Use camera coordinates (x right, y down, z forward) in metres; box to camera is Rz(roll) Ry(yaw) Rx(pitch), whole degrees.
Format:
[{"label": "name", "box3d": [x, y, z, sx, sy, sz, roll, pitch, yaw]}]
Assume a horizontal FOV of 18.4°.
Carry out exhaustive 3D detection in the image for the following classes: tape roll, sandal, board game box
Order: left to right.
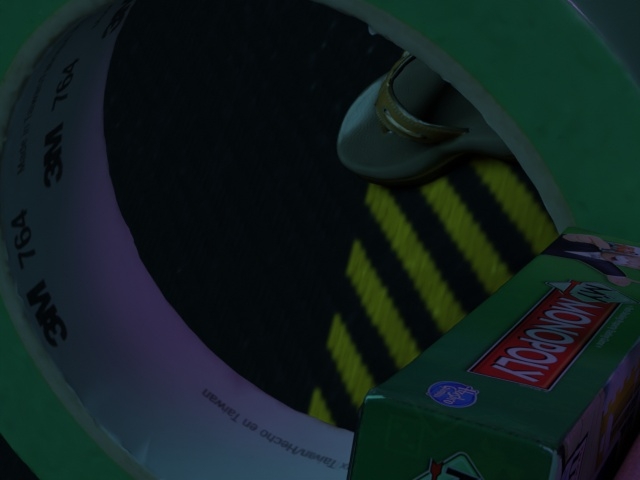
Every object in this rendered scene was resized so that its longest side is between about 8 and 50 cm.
[{"label": "tape roll", "box3d": [0.000, 0.000, 0.703, 0.321, 0.321, 0.077, -36, 7, 39]}, {"label": "sandal", "box3d": [0.060, -0.069, 0.951, 0.180, 0.049, 0.072, -1, 63, 59]}, {"label": "board game box", "box3d": [0.034, 0.168, 0.528, 0.213, 0.046, 0.317, -28, -50, -69]}]

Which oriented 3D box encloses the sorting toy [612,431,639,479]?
[{"label": "sorting toy", "box3d": [0.102, 0.100, 0.528, 0.196, 0.047, 0.347, -55, -27, -50]}]
